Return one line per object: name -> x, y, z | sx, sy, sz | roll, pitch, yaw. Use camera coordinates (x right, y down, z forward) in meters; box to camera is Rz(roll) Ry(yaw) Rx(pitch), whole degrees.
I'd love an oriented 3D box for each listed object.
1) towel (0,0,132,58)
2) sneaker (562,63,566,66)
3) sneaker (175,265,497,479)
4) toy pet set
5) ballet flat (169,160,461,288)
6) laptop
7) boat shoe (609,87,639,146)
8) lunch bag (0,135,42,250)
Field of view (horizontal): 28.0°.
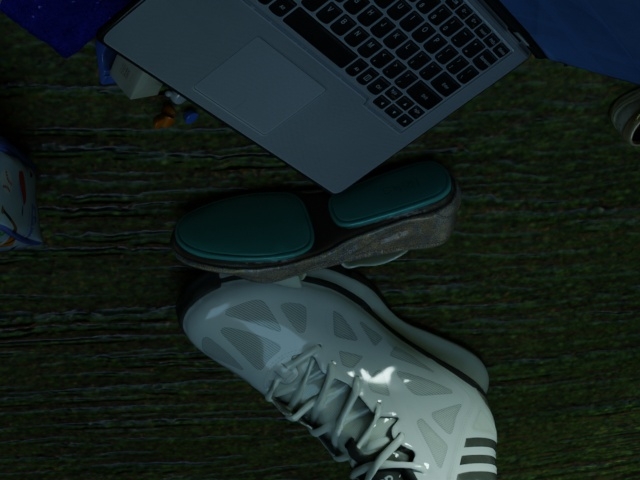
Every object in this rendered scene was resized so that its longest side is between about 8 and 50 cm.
towel -> -0.195, -0.306, 1.083 | 0.308, 0.076, 0.228 | -37, 127, 23
sneaker -> 0.266, -0.198, 1.293 | 0.119, 0.047, 0.057 | 10, 137, -9
sneaker -> 0.044, 0.191, 1.459 | 0.448, 0.257, 0.169 | 25, 124, -28
toy pet set -> -0.159, -0.171, 1.242 | 0.114, 0.065, 0.122 | -17, 149, -45
ballet flat -> 0.000, 0.000, 1.386 | 0.316, 0.107, 0.106 | -10, 141, 0
laptop -> 0.105, -0.139, 1.089 | 0.408, 0.236, 0.382 | -35, 145, 17
boat shoe -> 0.390, -0.150, 1.344 | 0.170, 0.059, 0.063 | -31, 130, 18
lunch bag -> -0.426, -0.027, 1.219 | 0.303, 0.115, 0.243 | -7, 176, -2
